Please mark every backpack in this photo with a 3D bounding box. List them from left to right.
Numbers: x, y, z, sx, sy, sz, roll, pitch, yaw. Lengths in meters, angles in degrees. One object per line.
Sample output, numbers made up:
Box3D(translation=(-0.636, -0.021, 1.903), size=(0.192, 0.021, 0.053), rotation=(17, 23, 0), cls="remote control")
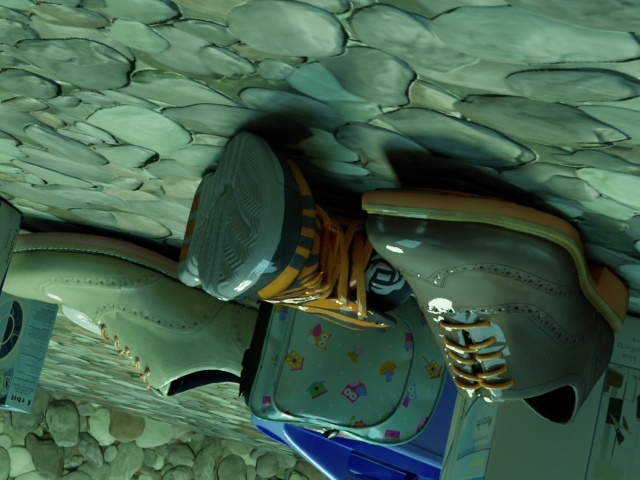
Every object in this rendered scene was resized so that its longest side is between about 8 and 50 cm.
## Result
Box3D(translation=(0.032, 0.114, 1.538), size=(0.188, 0.166, 0.144), rotation=(14, 177, -14), cls="backpack")

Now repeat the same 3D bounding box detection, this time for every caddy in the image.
Box3D(translation=(0.084, 0.233, 1.922), size=(0.341, 0.179, 0.241), rotation=(24, 162, -20), cls="caddy")

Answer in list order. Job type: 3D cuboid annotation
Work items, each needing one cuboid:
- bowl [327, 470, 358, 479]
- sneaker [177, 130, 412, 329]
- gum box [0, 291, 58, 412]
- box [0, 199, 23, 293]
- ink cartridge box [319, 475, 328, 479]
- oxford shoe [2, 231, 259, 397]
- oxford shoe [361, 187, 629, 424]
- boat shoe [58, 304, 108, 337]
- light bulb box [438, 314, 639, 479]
Box3D(translation=(0.139, 0.386, 2.478), size=(0.311, 0.163, 0.311), rotation=(-2, -160, 1), cls="bowl")
Box3D(translation=(0.000, 0.000, 1.212), size=(0.180, 0.125, 0.321), rotation=(14, 179, -10), cls="sneaker")
Box3D(translation=(-0.389, 0.115, 1.958), size=(0.041, 0.184, 0.157), rotation=(24, 164, -38), cls="gum box")
Box3D(translation=(-0.396, 0.011, 1.641), size=(0.137, 0.126, 0.072), rotation=(11, 166, 12), cls="box")
Box3D(translation=(0.160, 0.439, 2.654), size=(0.324, 0.071, 0.330), rotation=(8, -158, 27), cls="ink cartridge box")
Box3D(translation=(-0.186, 0.085, 1.685), size=(0.397, 0.146, 0.140), rotation=(12, 170, 14), cls="oxford shoe")
Box3D(translation=(0.140, 0.055, 1.228), size=(0.130, 0.133, 0.363), rotation=(5, 165, 37), cls="oxford shoe")
Box3D(translation=(-0.179, 0.104, 1.880), size=(0.277, 0.098, 0.096), rotation=(25, 164, -38), cls="boat shoe")
Box3D(translation=(0.238, 0.272, 1.560), size=(0.225, 0.361, 0.358), rotation=(14, 167, 0), cls="light bulb box")
